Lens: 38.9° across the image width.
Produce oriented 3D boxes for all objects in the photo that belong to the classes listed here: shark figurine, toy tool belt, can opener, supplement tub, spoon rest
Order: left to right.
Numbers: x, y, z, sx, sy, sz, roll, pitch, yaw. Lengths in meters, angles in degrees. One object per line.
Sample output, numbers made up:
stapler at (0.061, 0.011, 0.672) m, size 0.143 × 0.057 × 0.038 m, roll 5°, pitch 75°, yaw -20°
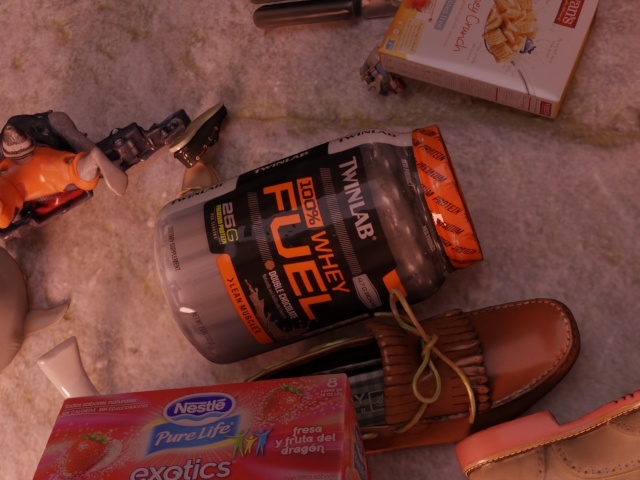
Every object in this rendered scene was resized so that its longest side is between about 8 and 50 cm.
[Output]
shark figurine at (-0.462, 0.054, 1.251) m, size 0.166 × 0.116 × 0.278 m, roll -30°, pitch 58°, yaw 2°
spoon rest at (-0.232, 0.233, 1.079) m, size 0.137 × 0.084 × 0.276 m, roll -34°, pitch 61°, yaw -26°
supplement tub at (0.000, 0.000, 1.037) m, size 0.338 × 0.207 × 0.207 m, roll -20°, pitch 57°, yaw 11°
can opener at (0.038, -0.364, 1.321) m, size 0.283 × 0.076 × 0.095 m, roll 0°, pitch 30°, yaw 22°
toy tool belt at (0.082, -0.219, 1.227) m, size 0.051 × 0.052 × 0.083 m, roll -41°, pitch 52°, yaw 28°

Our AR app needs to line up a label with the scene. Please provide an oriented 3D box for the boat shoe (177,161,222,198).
boat shoe at (-0.163, -0.044, 1.215) m, size 0.063 × 0.059 × 0.170 m, roll -19°, pitch 55°, yaw 13°

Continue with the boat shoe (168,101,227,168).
boat shoe at (-0.165, -0.150, 1.275) m, size 0.049 × 0.042 × 0.133 m, roll -22°, pitch 26°, yaw 38°

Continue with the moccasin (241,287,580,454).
moccasin at (0.083, 0.140, 0.962) m, size 0.380 × 0.147 × 0.139 m, roll -13°, pitch 59°, yaw 15°

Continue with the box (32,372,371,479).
box at (-0.108, 0.242, 0.884) m, size 0.299 × 0.154 × 0.142 m, roll -7°, pitch 35°, yaw 10°

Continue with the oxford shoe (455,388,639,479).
oxford shoe at (0.308, 0.213, 0.859) m, size 0.348 × 0.123 × 0.130 m, roll -21°, pitch 61°, yaw 21°

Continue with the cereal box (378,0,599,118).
cereal box at (0.217, -0.267, 1.166) m, size 0.240 × 0.047 × 0.173 m, roll 19°, pitch 69°, yaw 17°

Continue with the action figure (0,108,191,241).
action figure at (-0.350, -0.127, 1.241) m, size 0.341 × 0.178 × 0.330 m, roll -33°, pitch 24°, yaw -7°
